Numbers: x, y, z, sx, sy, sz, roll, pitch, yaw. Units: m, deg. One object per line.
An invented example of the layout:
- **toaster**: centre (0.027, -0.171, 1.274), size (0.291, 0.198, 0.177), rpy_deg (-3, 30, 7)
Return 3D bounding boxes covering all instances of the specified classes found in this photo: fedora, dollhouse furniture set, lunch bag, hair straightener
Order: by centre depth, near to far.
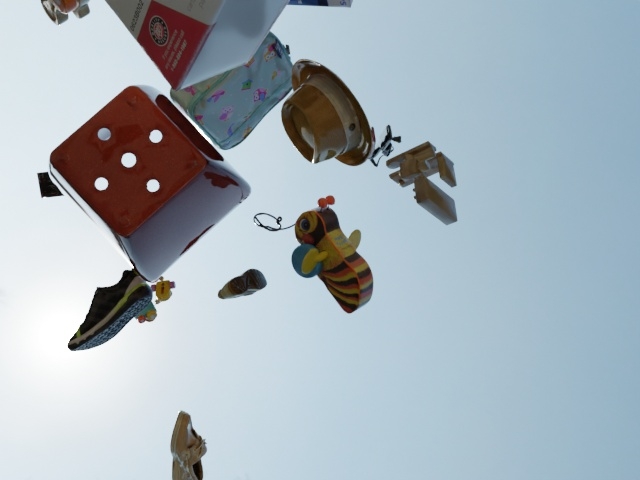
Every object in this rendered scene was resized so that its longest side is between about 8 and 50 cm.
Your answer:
- **fedora**: centre (-0.005, -0.183, 1.035), size (0.079, 0.194, 0.194), rpy_deg (-39, -136, -20)
- **dollhouse furniture set**: centre (0.185, -0.098, 1.308), size (0.123, 0.144, 0.151), rpy_deg (-22, -123, 32)
- **lunch bag**: centre (-0.182, -0.350, 1.504), size (0.279, 0.224, 0.108), rpy_deg (-44, -120, -3)
- **hair straightener**: centre (0.162, -0.233, 1.670), size (0.089, 0.230, 0.047), rpy_deg (-8, -105, -1)

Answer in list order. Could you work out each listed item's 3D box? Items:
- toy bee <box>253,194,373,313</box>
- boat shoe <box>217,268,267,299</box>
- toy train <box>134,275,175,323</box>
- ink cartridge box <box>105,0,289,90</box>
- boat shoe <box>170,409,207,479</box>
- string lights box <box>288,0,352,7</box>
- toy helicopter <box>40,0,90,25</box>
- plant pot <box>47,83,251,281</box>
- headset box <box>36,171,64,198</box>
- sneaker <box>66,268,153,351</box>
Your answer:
- **toy bee**: centre (0.000, 0.000, 1.337), size (0.162, 0.298, 0.195), rpy_deg (-58, 180, 35)
- **boat shoe**: centre (-0.177, 0.104, 1.525), size (0.048, 0.153, 0.056), rpy_deg (-29, -93, 27)
- **toy train**: centre (-0.415, 0.133, 1.591), size (0.125, 0.046, 0.166), rpy_deg (11, -127, 19)
- **ink cartridge box**: centre (-0.207, -0.441, 0.866), size (0.160, 0.384, 0.279), rpy_deg (-36, 177, -39)
- **boat shoe**: centre (-0.227, 0.365, 1.166), size (0.059, 0.170, 0.063), rpy_deg (8, -145, 2)
- **string lights box**: centre (-0.055, -0.500, 1.214), size (0.260, 0.076, 0.133), rpy_deg (8, -123, 18)
- **toy helicopter**: centre (-0.668, -0.651, 1.663), size (0.140, 0.235, 0.355), rpy_deg (-43, -167, -24)
- **plant pot**: centre (-0.306, -0.115, 1.143), size (0.267, 0.236, 0.267), rpy_deg (-43, -92, -7)
- **headset box**: centre (-0.617, -0.135, 1.565), size (0.083, 0.032, 0.062), rpy_deg (-6, -82, 0)
- **sneaker**: centre (-0.466, 0.148, 1.453), size (0.235, 0.084, 0.097), rpy_deg (-39, -106, 5)
